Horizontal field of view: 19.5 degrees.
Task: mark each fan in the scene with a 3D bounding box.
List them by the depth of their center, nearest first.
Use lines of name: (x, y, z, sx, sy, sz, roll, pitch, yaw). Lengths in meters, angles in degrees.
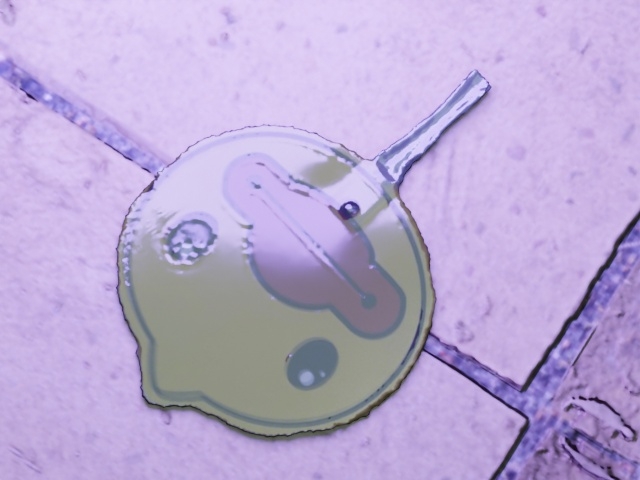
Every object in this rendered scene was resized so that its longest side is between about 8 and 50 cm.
fan: (0.000, 0.000, 1.322, 0.335, 0.011, 0.229, -43, 89, -5)
